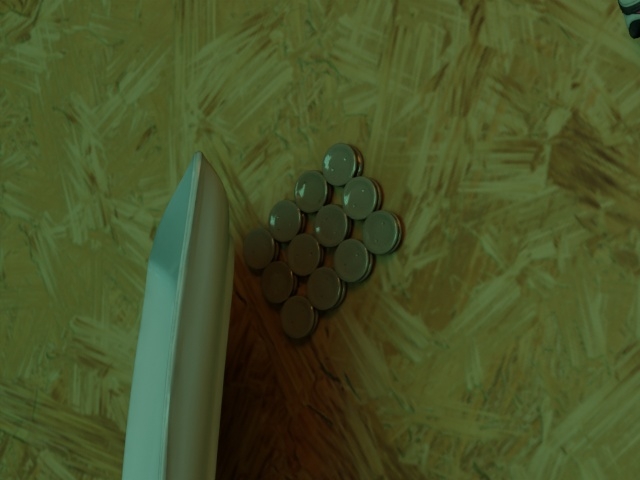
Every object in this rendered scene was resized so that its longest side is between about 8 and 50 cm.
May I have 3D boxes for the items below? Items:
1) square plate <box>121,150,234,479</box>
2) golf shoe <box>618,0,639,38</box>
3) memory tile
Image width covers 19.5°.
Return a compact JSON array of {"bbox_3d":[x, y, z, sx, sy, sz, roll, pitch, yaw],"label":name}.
[{"bbox_3d":[-0.119,0.140,1.485,0.347,0.049,0.344,127,148,-72],"label":"square plate"},{"bbox_3d":[0.298,-0.172,1.321,0.186,0.067,0.086,14,121,38],"label":"golf shoe"},{"bbox_3d":[0.000,0.000,1.562,0.148,0.012,0.113,-46,60,26],"label":"memory tile"}]
